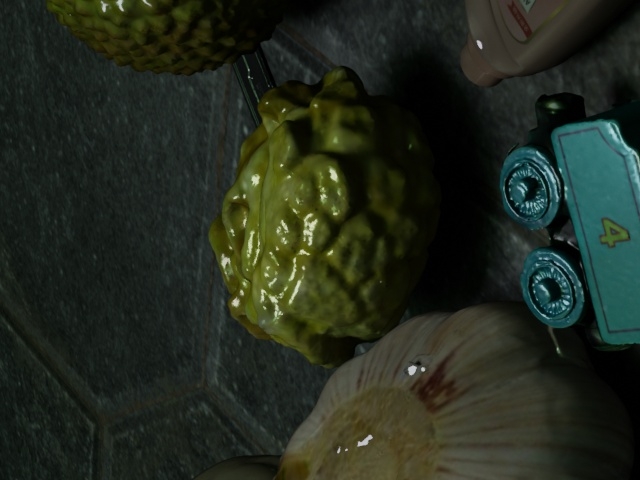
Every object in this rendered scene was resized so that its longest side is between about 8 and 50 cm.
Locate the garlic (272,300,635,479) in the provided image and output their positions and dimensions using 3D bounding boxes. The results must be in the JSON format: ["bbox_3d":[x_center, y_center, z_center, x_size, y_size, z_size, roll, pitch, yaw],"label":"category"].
[{"bbox_3d":[0.111,0.195,1.507,0.322,0.241,0.322,-3,82,23],"label":"garlic"}]

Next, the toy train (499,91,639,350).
[{"bbox_3d":[0.218,-0.016,1.369,0.154,0.107,0.198,-5,101,51],"label":"toy train"}]

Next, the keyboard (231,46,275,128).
[{"bbox_3d":[-0.058,-0.142,1.830,0.053,0.010,0.155,-31,78,57],"label":"keyboard"}]

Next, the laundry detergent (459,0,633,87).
[{"bbox_3d":[0.157,-0.220,1.393,0.171,0.076,0.237,67,150,12],"label":"laundry detergent"}]

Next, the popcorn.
[{"bbox_3d":[0.000,0.000,1.610,0.286,0.173,0.225,121,155,-52],"label":"popcorn"}]

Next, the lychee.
[{"bbox_3d":[-0.137,-0.272,1.654,0.270,0.320,0.270,13,113,33],"label":"lychee"}]

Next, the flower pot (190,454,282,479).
[{"bbox_3d":[-0.016,0.365,1.754,0.244,0.307,0.307,13,116,39],"label":"flower pot"}]
